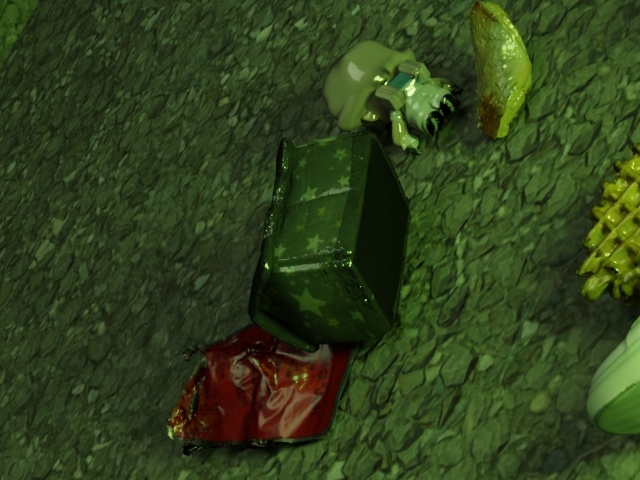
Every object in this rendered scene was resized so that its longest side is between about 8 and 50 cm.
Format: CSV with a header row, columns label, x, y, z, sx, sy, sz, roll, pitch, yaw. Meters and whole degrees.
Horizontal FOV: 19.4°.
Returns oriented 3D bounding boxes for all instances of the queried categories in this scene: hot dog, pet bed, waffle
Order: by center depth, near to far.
label,x,y,z,sx,sy,sz,roll,pitch,yaw
waffle,0.342,-0.021,1.808,0.197,0.070,0.193,-27,40,35
pet bed,0.000,0.000,2.130,0.159,0.183,0.211,-6,53,20
hot dog,0.213,-0.196,2.161,0.078,0.061,0.169,-18,72,56

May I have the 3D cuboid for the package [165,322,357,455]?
label,x,y,z,sx,sy,sz,roll,pitch,yaw
package,-0.074,0.160,2.213,0.269,0.071,0.194,-15,61,43

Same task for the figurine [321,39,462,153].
label,x,y,z,sx,sy,sz,roll,pitch,yaw
figurine,0.079,-0.182,2.298,0.137,0.112,0.229,-54,40,-7

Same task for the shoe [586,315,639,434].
label,x,y,z,sx,sy,sz,roll,pitch,yaw
shoe,0.363,0.020,1.653,0.363,0.132,0.160,-38,50,20
